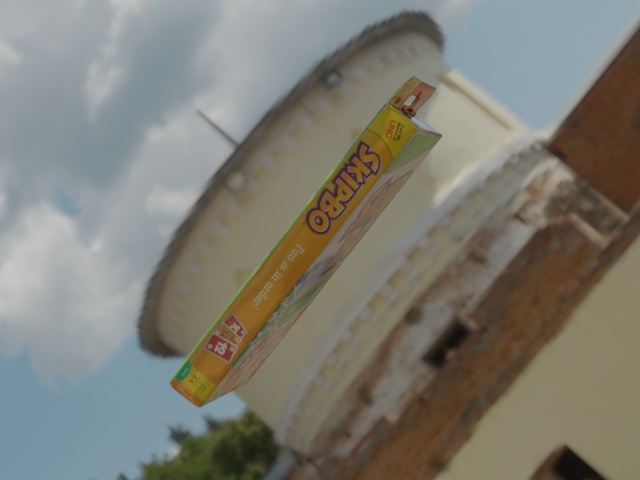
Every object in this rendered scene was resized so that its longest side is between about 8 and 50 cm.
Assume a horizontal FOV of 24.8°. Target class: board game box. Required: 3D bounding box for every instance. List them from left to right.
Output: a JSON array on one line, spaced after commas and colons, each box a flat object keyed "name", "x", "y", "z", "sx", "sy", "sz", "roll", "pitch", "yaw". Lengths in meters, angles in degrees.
[{"name": "board game box", "x": 0.000, "y": 0.000, "z": 0.998, "sx": 0.259, "sy": 0.039, "sz": 0.124, "roll": -54, "pitch": -8, "yaw": 9}]
